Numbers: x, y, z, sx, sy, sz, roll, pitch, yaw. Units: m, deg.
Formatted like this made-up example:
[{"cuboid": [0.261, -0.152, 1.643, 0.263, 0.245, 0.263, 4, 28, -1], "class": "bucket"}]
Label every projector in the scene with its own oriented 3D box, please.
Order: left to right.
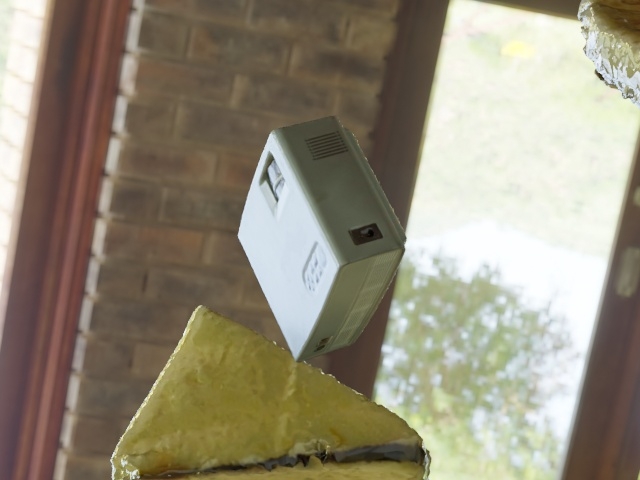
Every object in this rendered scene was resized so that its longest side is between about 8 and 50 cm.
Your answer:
[{"cuboid": [0.000, 0.000, 0.949, 0.061, 0.147, 0.115, -17, -114, -23], "class": "projector"}]

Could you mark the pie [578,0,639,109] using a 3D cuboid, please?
[{"cuboid": [0.369, -0.144, 1.123, 0.340, 0.083, 0.339, 7, -153, -3], "class": "pie"}]

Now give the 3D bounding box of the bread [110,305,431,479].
[{"cuboid": [-0.031, 0.216, 1.170, 0.236, 0.198, 0.263, 21, 157, 14], "class": "bread"}]
